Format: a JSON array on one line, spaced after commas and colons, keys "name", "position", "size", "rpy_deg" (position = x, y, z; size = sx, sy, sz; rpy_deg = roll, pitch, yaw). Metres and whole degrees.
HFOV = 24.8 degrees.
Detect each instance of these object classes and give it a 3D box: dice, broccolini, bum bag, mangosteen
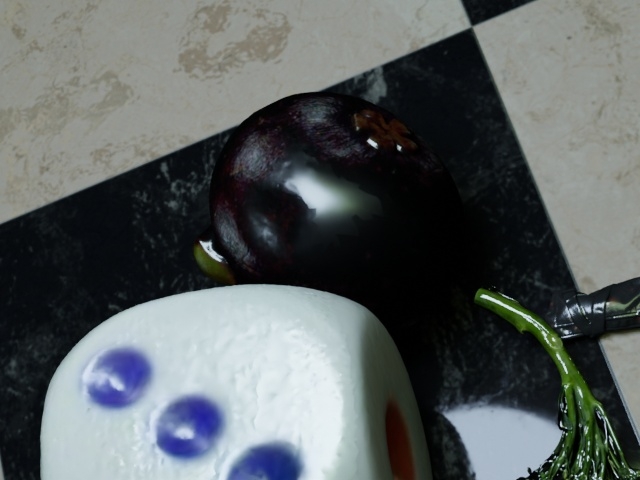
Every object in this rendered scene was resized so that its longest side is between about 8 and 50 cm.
[{"name": "dice", "position": [-0.067, 0.225, 1.370], "size": [0.304, 0.304, 0.277], "rpy_deg": [-12, 63, 13]}, {"name": "broccolini", "position": [0.211, 0.167, 1.444], "size": [0.123, 0.062, 0.271], "rpy_deg": [-25, 65, -11]}, {"name": "bum bag", "position": [0.289, 0.070, 1.478], "size": [0.124, 0.034, 0.058], "rpy_deg": [-12, 77, 14]}, {"name": "mangosteen", "position": [0.000, 0.000, 1.508], "size": [0.275, 0.275, 0.302], "rpy_deg": [50, 124, 30]}]
